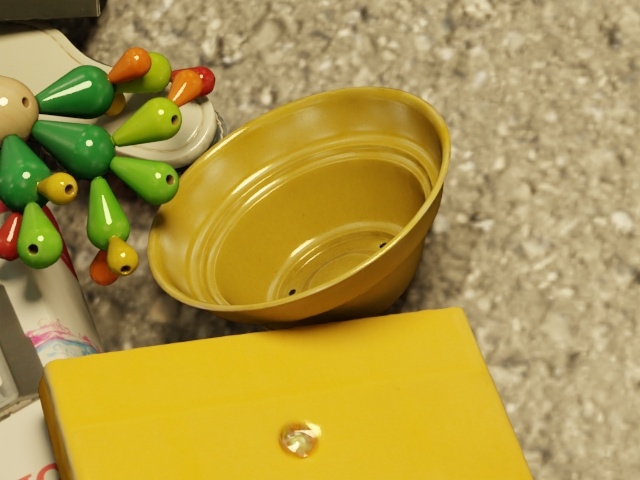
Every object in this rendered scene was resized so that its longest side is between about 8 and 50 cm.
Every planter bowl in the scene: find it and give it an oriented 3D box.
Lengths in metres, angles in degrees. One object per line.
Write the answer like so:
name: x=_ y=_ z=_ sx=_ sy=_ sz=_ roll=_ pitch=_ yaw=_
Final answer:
planter bowl: x=0.000 y=0.000 z=1.330 sx=0.217 sy=0.090 sz=0.217 roll=-18 pitch=36 yaw=13

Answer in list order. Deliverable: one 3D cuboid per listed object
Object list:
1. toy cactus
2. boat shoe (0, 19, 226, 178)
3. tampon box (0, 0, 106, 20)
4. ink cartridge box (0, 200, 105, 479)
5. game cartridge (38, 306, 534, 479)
toy cactus: x=-0.177 y=-0.066 z=1.334 sx=0.180 sy=0.112 sz=0.219 roll=23 pitch=56 yaw=4
boat shoe: x=-0.176 y=-0.098 z=1.470 sx=0.254 sy=0.079 sz=0.095 roll=16 pitch=65 yaw=23
tampon box: x=-0.244 y=-0.223 z=1.496 sx=0.161 sy=0.101 sz=0.120 roll=-2 pitch=15 yaw=-2
ink cartridge box: x=-0.257 y=0.117 z=1.344 sx=0.226 sy=0.131 sz=0.306 roll=-27 pitch=55 yaw=2
game cartridge: x=0.005 y=0.196 z=1.182 sx=0.285 sy=0.053 sz=0.324 roll=-6 pitch=56 yaw=-20
